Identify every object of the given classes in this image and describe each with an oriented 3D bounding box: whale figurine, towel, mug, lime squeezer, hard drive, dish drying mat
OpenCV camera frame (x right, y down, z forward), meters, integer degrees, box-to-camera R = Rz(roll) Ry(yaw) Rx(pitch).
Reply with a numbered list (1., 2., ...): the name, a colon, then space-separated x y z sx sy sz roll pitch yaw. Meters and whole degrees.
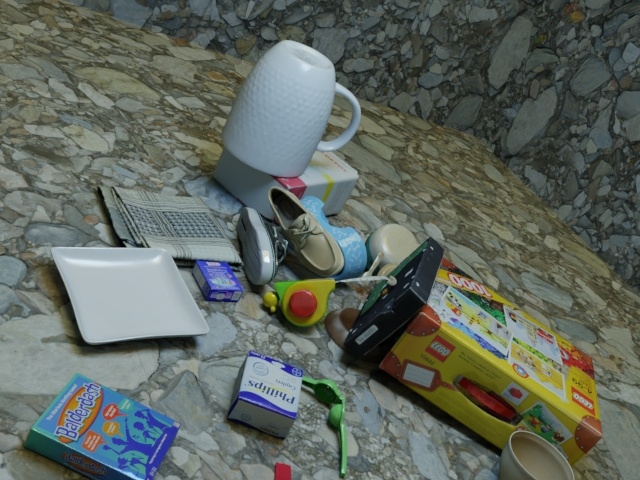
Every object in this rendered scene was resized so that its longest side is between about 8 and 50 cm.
1. whale figurine: 0.239 0.083 2.190 0.272 0.141 0.216 51 47 -4
2. towel: -0.389 -0.042 1.856 0.324 0.056 0.312 5 34 -38
3. mug: -0.061 -0.381 2.114 0.373 0.328 0.276 16 31 -22
4. lime squeezer: 0.010 0.353 1.533 0.109 0.059 0.310 3 37 -42
5. hard drive: 0.193 0.137 1.814 0.064 0.237 0.339 44 25 -4
6. dish drying mat: -0.070 0.448 1.339 0.032 0.008 0.083 21 28 -13

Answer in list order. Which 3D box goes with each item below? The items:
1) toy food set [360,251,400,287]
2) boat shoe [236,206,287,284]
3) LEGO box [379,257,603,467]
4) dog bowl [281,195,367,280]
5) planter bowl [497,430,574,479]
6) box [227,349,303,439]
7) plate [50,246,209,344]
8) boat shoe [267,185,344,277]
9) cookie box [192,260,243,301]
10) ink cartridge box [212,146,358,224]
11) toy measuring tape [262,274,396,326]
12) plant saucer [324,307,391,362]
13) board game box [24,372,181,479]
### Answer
1. toy food set: 0.211 0.130 2.077 0.192 0.038 0.132 38 67 -6
2. boat shoe: -0.141 0.009 1.931 0.119 0.121 0.335 13 28 -20
3. LEGO box: 0.434 0.308 1.835 0.500 0.193 0.372 34 26 2
4. dog bowl: 0.000 0.000 2.055 0.074 0.166 0.297 -21 53 -42
5. planter bowl: 0.464 0.523 1.611 0.162 0.109 0.162 23 26 -12
6. box: -0.109 0.310 1.459 0.126 0.072 0.137 23 34 -10
7. plate: -0.409 0.119 1.540 0.277 0.045 0.277 1 40 -39
8. boat shoe: -0.049 -0.026 1.946 0.302 0.109 0.098 54 4 26
9. cookie box: -0.250 0.099 1.754 0.091 0.040 0.107 6 34 -38
10. ink cartridge box: -0.102 -0.203 2.306 0.279 0.161 0.384 41 30 24
11. toy measuring tape: 0.023 0.150 1.771 0.329 0.122 0.121 -4 29 2
12. plant saucer: 0.107 0.234 1.866 0.198 0.036 0.199 23 26 -12
13. board game box: -0.362 0.328 1.223 0.210 0.047 0.160 26 26 -3
